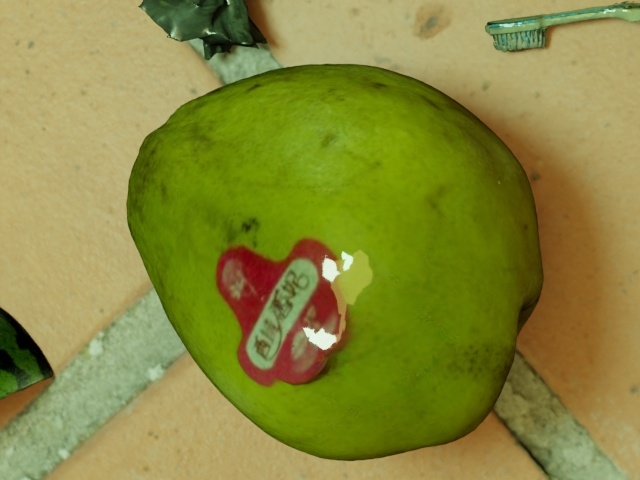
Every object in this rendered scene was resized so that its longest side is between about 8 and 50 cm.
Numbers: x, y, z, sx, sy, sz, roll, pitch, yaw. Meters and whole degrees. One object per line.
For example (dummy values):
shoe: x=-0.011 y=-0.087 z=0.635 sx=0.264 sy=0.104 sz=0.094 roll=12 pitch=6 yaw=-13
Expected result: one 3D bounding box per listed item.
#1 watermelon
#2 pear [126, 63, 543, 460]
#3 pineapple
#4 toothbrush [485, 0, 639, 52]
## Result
watermelon: x=-0.339 y=0.111 z=1.130 sx=0.145 sy=0.137 sz=0.193 roll=-22 pitch=47 yaw=15
pear: x=0.000 y=0.000 z=0.964 sx=0.375 sy=0.287 sz=0.287 roll=30 pitch=101 yaw=26
pineapple: x=-0.086 y=-0.269 z=1.046 sx=0.119 sy=0.111 sz=0.237 roll=9 pitch=103 yaw=43
toothbrush: x=0.278 y=-0.181 z=1.001 sx=0.294 sy=0.026 sz=0.028 roll=-6 pitch=111 yaw=14
